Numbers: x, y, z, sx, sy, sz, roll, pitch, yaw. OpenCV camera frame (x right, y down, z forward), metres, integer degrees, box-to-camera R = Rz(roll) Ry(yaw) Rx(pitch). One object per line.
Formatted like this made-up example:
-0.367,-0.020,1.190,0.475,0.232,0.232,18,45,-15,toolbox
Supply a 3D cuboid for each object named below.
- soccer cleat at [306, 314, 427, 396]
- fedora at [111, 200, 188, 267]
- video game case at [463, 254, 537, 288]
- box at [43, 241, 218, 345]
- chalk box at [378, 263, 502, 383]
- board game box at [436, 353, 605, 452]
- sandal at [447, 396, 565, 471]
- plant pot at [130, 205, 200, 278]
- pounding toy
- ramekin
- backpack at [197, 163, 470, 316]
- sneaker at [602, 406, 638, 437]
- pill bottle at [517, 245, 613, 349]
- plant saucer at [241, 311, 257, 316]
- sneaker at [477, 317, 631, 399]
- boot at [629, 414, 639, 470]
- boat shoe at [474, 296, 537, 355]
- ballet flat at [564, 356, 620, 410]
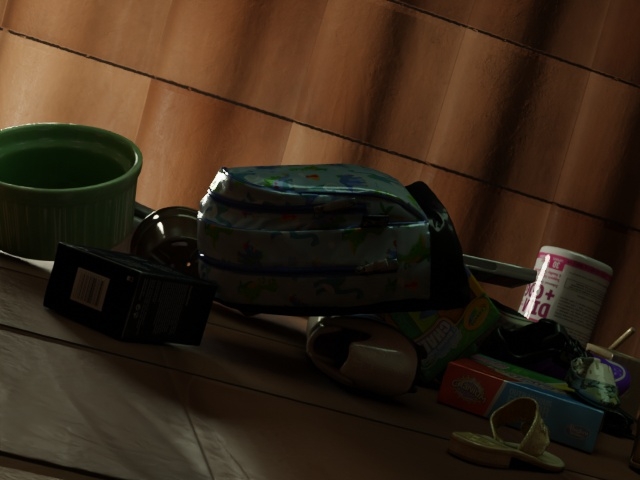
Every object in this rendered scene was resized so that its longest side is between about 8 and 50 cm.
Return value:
0.029,0.140,1.654,0.143,0.116,0.331,15,2,-25,soccer cleat
-0.360,0.003,2.231,0.275,0.124,0.243,24,5,16,fedora
0.245,0.045,2.107,0.285,0.025,0.204,12,-6,-1,video game case
-0.251,0.072,1.491,0.156,0.093,0.158,17,3,35,box
0.163,0.113,1.883,0.289,0.180,0.179,51,-12,-16,chalk box
0.334,0.254,1.796,0.242,0.064,0.316,17,1,16,board game box
0.242,0.230,1.366,0.088,0.079,0.240,18,2,38,sandal
-0.240,0.037,1.916,0.167,0.167,0.165,16,9,-13,plant pot
0.551,0.247,2.192,0.094,0.181,0.206,16,2,-10,pounding toy
-0.471,-0.086,1.999,0.303,0.148,0.303,5,27,-2,ramekin
0.000,0.000,1.599,0.355,0.273,0.290,-15,18,-3,backpack
0.488,0.305,1.970,0.170,0.051,0.089,22,3,23,sneaker
0.494,0.167,2.357,0.160,0.283,0.160,20,-3,1,pill bottle
-0.036,0.057,2.067,0.332,0.084,0.332,-23,0,0,plant saucer
0.426,0.212,2.003,0.293,0.146,0.102,7,36,-7,sneaker
0.498,0.261,1.624,0.073,0.152,0.197,17,1,2,boot
0.264,0.167,2.132,0.500,0.187,0.156,24,-4,-35,boat shoe
0.419,0.213,1.727,0.070,0.070,0.188,16,2,-5,ballet flat
